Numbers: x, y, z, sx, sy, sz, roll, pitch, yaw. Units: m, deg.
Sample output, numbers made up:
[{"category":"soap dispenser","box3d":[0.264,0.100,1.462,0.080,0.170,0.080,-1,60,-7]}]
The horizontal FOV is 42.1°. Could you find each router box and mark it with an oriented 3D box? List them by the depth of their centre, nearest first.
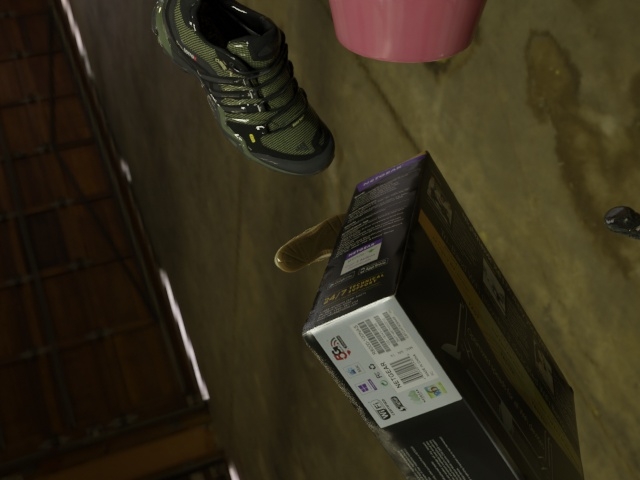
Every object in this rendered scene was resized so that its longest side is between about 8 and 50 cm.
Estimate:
[{"category":"router box","box3d":[0.121,0.109,0.702,0.309,0.081,0.243,56,-154,-18]}]

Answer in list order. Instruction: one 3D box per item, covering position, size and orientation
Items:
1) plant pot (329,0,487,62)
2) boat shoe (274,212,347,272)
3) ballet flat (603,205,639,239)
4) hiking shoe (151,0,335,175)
[{"category":"plant pot","box3d":[0.078,-0.263,0.722,0.201,0.201,0.180,-126,29,-48]},{"category":"boat shoe","box3d":[0.000,0.000,1.074,0.050,0.135,0.045,70,163,-6]},{"category":"ballet flat","box3d":[0.588,-0.023,1.551,0.049,0.057,0.173,35,-176,-23]},{"category":"hiking shoe","box3d":[-0.064,-0.151,0.779,0.227,0.086,0.114,45,160,-13]}]
